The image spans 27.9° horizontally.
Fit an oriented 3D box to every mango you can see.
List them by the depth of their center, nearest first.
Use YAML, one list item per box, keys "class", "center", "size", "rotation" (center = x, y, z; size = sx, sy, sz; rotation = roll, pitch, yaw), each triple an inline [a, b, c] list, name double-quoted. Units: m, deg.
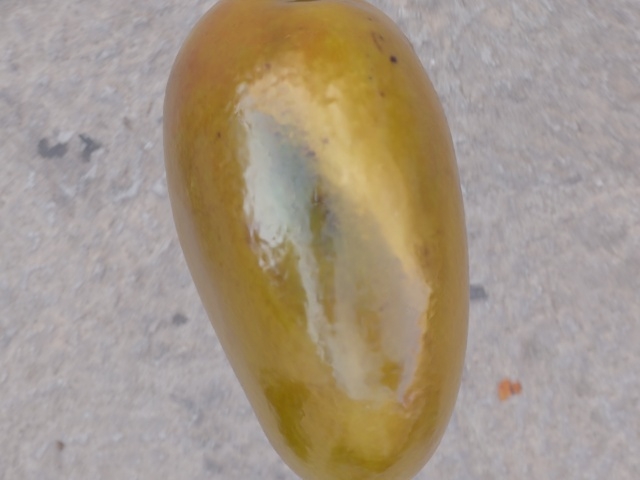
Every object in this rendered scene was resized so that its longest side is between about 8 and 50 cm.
- class: "mango"
  center: [0.000, 0.000, 1.084]
  size: [0.232, 0.300, 0.446]
  rotation: [-8, 86, -23]
